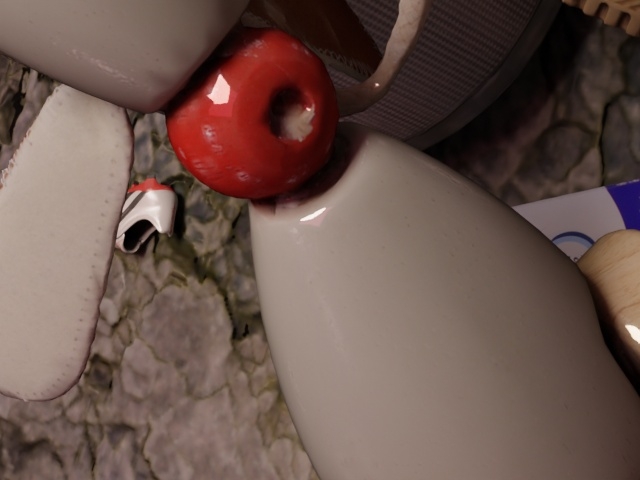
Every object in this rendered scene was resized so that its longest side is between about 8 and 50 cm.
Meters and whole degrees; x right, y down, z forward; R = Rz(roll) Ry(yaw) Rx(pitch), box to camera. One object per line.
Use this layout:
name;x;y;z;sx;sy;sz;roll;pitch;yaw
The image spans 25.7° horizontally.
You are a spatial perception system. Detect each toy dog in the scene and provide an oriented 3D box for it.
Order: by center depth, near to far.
toy dog;0.000;0.000;0.436;0.161;0.220;0.333;9;124;64

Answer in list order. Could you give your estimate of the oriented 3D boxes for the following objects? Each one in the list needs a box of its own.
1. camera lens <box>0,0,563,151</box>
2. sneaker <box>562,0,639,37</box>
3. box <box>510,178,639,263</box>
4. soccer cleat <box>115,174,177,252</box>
camera lens;-0.036;-0.156;0.567;0.219;0.274;0.219;-8;76;34
sneaker;0.196;-0.105;0.502;0.282;0.153;0.099;35;141;6
box;0.092;0.054;0.557;0.137;0.072;0.126;-14;72;33
soccer cleat;-0.111;-0.008;0.742;0.083;0.029;0.035;-16;67;27
